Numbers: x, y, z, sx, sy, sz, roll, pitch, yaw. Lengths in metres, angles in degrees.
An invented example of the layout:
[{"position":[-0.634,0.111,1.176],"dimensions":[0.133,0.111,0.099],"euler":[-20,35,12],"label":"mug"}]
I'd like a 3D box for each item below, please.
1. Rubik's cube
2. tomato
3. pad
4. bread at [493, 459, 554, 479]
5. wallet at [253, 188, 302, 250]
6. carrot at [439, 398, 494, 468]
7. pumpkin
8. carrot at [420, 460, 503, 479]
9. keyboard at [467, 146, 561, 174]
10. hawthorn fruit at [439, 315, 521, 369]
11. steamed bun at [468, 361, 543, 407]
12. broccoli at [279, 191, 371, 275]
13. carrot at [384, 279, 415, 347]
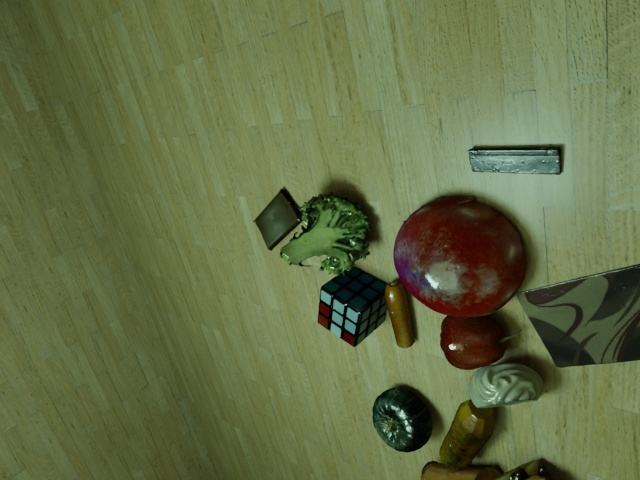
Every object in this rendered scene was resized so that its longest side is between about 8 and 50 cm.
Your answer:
[{"position":[0.102,0.201,1.465],"dimensions":[0.162,0.161,0.163],"euler":[31,133,30],"label":"Rubik's cube"},{"position":[0.310,0.047,1.144],"dimensions":[0.335,0.176,0.289],"euler":[39,134,24],"label":"tomato"},{"position":[0.624,0.175,1.031],"dimensions":[0.330,0.004,0.220],"euler":[-29,93,51],"label":"pad"},{"position":[0.543,0.823,1.244],"dimensions":[0.314,0.370,0.191],"euler":[54,176,-2],"label":"bread"},{"position":[-0.151,-0.070,1.651],"dimensions":[0.132,0.039,0.243],"euler":[59,142,8],"label":"wallet"},{"position":[0.438,0.584,1.405],"dimensions":[0.114,0.114,0.301],"euler":[32,136,28],"label":"carrot"},{"position":[0.266,0.596,1.557],"dimensions":[0.212,0.152,0.211],"euler":[19,123,33],"label":"pumpkin"},{"position":[0.447,0.804,1.479],"dimensions":[0.254,0.196,0.195],"euler":[-28,93,53],"label":"carrot"},{"position":[0.416,-0.174,1.013],"dimensions":[0.196,0.018,0.060],"euler":[11,129,42],"label":"keyboard"},{"position":[0.414,0.256,1.205],"dimensions":[0.204,0.163,0.162],"euler":[-2,113,31],"label":"hawthorn fruit"},{"position":[0.470,0.366,1.202],"dimensions":[0.183,0.183,0.106],"euler":[-43,48,50],"label":"steamed bun"},{"position":[0.008,-0.005,1.392],"dimensions":[0.242,0.273,0.180],"euler":[58,174,3],"label":"broccoli"},{"position":[0.238,0.220,1.412],"dimensions":[0.067,0.067,0.225],"euler":[7,121,44],"label":"carrot"}]
